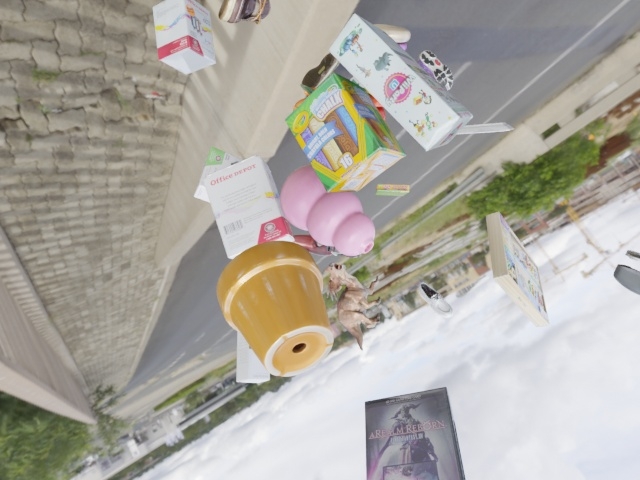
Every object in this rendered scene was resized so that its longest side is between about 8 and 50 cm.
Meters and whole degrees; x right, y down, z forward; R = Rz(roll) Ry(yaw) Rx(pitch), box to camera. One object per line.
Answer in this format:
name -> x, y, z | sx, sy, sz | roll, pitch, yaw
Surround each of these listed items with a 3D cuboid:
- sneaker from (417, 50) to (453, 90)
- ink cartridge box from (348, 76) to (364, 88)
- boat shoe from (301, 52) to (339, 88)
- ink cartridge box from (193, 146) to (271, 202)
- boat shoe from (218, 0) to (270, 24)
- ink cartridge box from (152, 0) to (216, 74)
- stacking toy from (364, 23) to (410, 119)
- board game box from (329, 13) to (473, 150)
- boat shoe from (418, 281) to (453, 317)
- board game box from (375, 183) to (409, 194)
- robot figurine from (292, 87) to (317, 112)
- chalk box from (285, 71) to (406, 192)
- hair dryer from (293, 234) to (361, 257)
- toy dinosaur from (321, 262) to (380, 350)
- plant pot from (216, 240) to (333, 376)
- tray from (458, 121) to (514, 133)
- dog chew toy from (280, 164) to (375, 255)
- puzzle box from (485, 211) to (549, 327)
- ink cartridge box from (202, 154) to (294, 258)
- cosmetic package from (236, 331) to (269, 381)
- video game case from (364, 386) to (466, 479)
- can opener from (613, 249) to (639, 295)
sneaker -> 0.429, -0.630, 1.566 | 0.068, 0.170, 0.071 | -37, 179, -6
ink cartridge box -> 0.144, -0.629, 1.822 | 0.219, 0.093, 0.160 | -35, 176, 11
boat shoe -> 0.008, -0.641, 1.617 | 0.190, 0.068, 0.072 | -26, 179, 40
ink cartridge box -> -0.363, -0.239, 1.758 | 0.272, 0.199, 0.114 | 19, 151, -21
boat shoe -> -0.193, -0.677, 1.169 | 0.123, 0.123, 0.342 | -53, -157, 35
ink cartridge box -> -0.422, -0.639, 1.303 | 0.127, 0.176, 0.128 | -10, 177, 24
stacking toy -> 0.206, -0.546, 1.432 | 0.141, 0.141, 0.331 | -24, 135, -36
board game box -> 0.189, -0.347, 0.939 | 0.097, 0.303, 0.224 | -48, 171, 30
boat shoe -> 0.478, 0.243, 1.743 | 0.066, 0.184, 0.063 | -31, 140, -4
board game box -> 0.294, -0.208, 1.735 | 0.124, 0.039, 0.259 | 3, -174, 6
robot figurine -> -0.017, -0.491, 1.607 | 0.219, 0.128, 0.158 | -27, 155, -37
chalk box -> 0.051, -0.291, 1.072 | 0.179, 0.289, 0.180 | -35, 169, 30
hair dryer -> 0.000, 0.000, 1.637 | 0.293, 0.080, 0.223 | 0, 158, 36
toy dinosaur -> 0.100, 0.218, 1.445 | 0.200, 0.296, 0.127 | 2, -176, 2
plant pot -> -0.071, 0.136, 0.777 | 0.205, 0.188, 0.205 | -15, 133, -17
tray -> 0.547, -0.403, 1.517 | 0.270, 0.030, 0.145 | 4, -164, 30
dog chew toy -> 0.029, -0.080, 1.243 | 0.206, 0.332, 0.207 | -32, 148, -23
puzzle box -> 0.728, 0.113, 1.542 | 0.052, 0.272, 0.409 | -22, 135, 35
ink cartridge box -> -0.247, -0.107, 1.466 | 0.226, 0.307, 0.131 | -21, 167, 4
cosmetic package -> -0.275, 0.458, 1.720 | 0.085, 0.231, 0.117 | -24, 151, 35
video game case -> 0.186, 0.445, 0.854 | 0.196, 0.026, 0.274 | -18, -142, 19
can opener -> 0.703, 0.096, 0.763 | 0.076, 0.283, 0.095 | -8, 121, -55
